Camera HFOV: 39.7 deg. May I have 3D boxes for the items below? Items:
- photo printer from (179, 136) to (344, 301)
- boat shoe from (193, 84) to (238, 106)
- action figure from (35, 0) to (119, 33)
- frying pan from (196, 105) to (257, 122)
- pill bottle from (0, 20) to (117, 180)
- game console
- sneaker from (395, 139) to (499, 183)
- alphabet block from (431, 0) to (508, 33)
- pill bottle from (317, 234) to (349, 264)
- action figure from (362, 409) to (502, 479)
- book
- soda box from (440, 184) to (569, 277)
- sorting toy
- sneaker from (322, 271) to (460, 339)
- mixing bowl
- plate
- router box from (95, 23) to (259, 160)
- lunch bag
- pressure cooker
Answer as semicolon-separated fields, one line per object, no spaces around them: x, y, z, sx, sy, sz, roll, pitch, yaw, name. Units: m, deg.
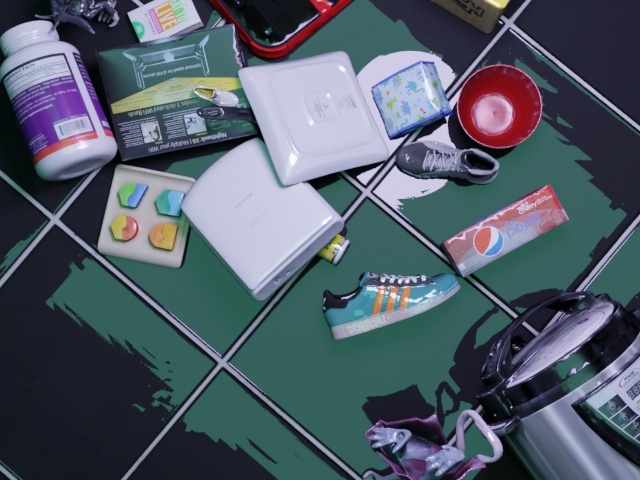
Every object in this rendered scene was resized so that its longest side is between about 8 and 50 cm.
-0.138;-0.059;1.909;0.256;0.107;0.307;-41;67;-2;photo printer
-0.224;-0.309;1.893;0.100;0.035;0.035;20;99;-4;boat shoe
-0.510;-0.548;1.964;0.164;0.141;0.275;41;73;1;action figure
-0.095;-0.247;1.922;0.326;0.053;0.197;-28;95;-25;frying pan
-0.580;-0.303;1.931;0.182;0.181;0.322;-23;86;1;pill bottle
-0.112;-0.641;2.002;0.342;0.060;0.386;-40;87;-6;game console
0.280;-0.179;1.922;0.229;0.132;0.086;7;87;2;sneaker
0.344;-0.591;1.908;0.194;0.197;0.192;30;88;3;alphabet block
0.000;0.000;1.955;0.116;0.065;0.065;30;88;5;pill bottle
0.229;0.489;1.822;0.276;0.370;0.248;-28;44;-3;action figure
-0.352;-0.502;2.010;0.144;0.035;0.096;-25;83;2;book
0.399;-0.020;1.935;0.263;0.083;0.092;-29;87;0;soda box
-0.388;-0.054;1.983;0.193;0.038;0.208;11;88;2;sorting toy
0.149;0.114;1.924;0.302;0.108;0.121;-20;91;2;sneaker
0.385;-0.283;1.941;0.182;0.098;0.181;0;87;2;mixing bowl
-0.005;-0.277;1.905;0.278;0.045;0.277;-16;78;-28;plate
-0.310;-0.325;1.949;0.309;0.081;0.242;-11;100;1;router box
0.196;-0.308;1.952;0.151;0.096;0.128;-22;86;30;lunch bag
0.524;0.321;1.776;0.376;0.370;0.420;-36;86;21;pressure cooker
